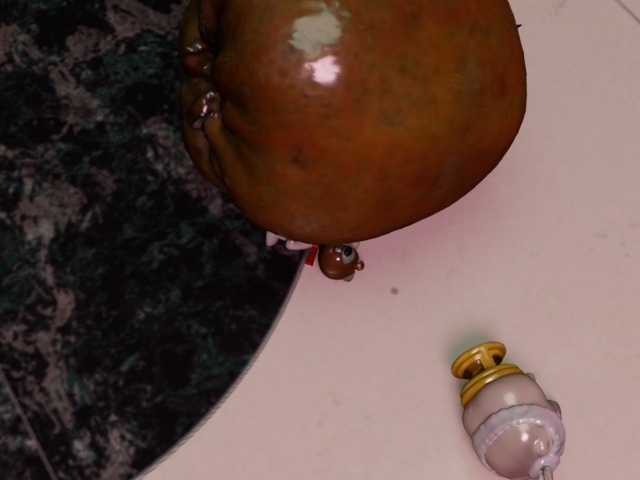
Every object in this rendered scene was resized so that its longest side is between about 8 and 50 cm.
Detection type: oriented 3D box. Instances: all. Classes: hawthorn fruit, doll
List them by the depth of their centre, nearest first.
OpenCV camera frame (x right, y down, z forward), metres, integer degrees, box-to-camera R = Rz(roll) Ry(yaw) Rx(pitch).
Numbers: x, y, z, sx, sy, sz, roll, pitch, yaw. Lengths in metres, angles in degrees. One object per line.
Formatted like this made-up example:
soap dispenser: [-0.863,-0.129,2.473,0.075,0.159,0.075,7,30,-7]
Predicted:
doll: [0.151,0.138,0.831,0.084,0.073,0.127,0,50,-34]
hawthorn fruit: [0.040,-0.134,0.891,0.301,0.267,0.267,-12,58,-18]
doll: [-0.004,0.004,0.935,0.085,0.040,0.058,6,47,2]
